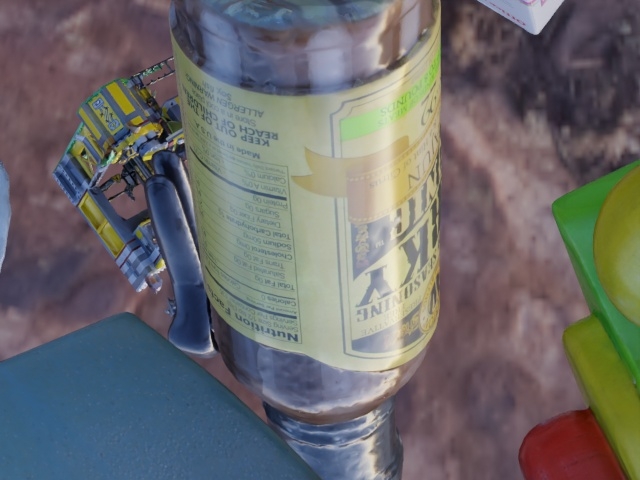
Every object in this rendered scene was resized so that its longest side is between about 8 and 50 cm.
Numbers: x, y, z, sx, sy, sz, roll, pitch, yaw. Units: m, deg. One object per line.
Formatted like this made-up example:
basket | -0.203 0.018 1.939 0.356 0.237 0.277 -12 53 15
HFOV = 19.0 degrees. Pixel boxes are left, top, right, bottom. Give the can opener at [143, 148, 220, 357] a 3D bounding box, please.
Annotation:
can opener | -0.088 0.012 1.325 0.073 0.059 0.186 -11 128 8

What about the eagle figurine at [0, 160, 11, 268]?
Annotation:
eagle figurine | -0.266 0.000 1.017 0.225 0.298 0.226 32 95 3

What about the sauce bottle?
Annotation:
sauce bottle | 0.000 0.000 0.856 0.111 0.111 0.344 0 138 4

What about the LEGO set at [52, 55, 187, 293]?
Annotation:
LEGO set | -0.114 -0.088 2.036 0.192 0.331 0.255 54 139 7

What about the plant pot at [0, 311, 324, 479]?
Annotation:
plant pot | -0.059 0.154 0.549 0.166 0.165 0.234 -40 77 47

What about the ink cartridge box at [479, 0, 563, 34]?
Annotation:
ink cartridge box | 0.132 -0.211 1.396 0.088 0.052 0.122 35 173 18

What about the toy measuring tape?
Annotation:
toy measuring tape | 0.129 0.096 0.508 0.121 0.121 0.330 -12 140 15
